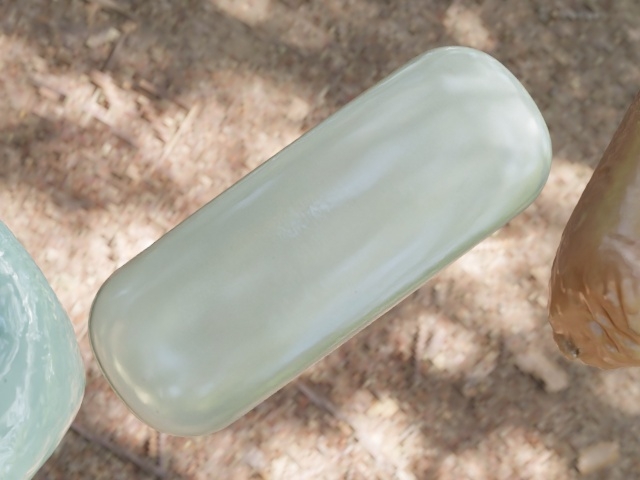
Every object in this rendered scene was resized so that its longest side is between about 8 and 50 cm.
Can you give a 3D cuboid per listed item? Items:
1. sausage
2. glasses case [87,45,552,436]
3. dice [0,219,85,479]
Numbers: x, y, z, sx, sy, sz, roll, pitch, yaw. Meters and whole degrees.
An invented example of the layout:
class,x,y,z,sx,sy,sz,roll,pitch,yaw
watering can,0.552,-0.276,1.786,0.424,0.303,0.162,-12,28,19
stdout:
class,x,y,z,sx,sy,sz,roll,pitch,yaw
sausage,0.191,-0.045,0.806,0.086,0.086,0.289,36,50,-3
glasses case,0.000,0.000,0.636,0.204,0.051,0.081,-34,89,-4
dice,-0.306,0.080,0.827,0.264,0.262,0.268,48,59,-10
